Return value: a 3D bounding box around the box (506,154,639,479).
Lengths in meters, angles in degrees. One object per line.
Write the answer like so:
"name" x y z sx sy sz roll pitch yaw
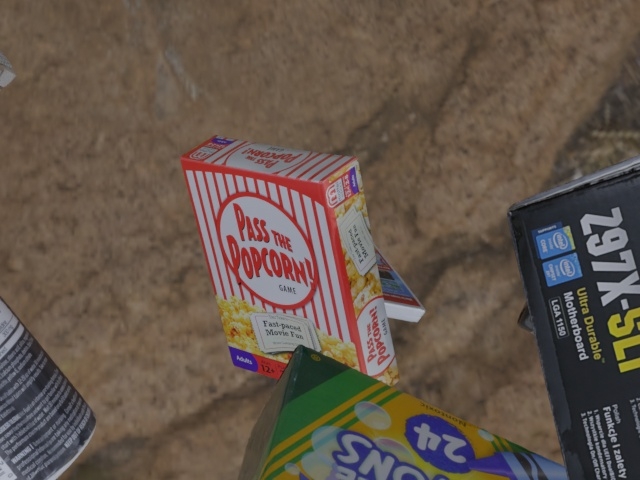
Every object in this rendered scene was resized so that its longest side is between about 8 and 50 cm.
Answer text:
"box" 0.167 0.164 0.489 0.079 0.322 0.257 -18 149 17

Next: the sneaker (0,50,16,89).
"sneaker" -0.370 -0.160 1.282 0.127 0.321 0.126 -38 88 -4

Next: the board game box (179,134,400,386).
"board game box" -0.023 0.022 1.072 0.146 0.045 0.193 11 124 39

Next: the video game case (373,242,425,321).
"video game case" 0.000 0.000 1.894 0.204 0.285 0.025 13 119 -41

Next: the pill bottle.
"pill bottle" -0.291 0.084 1.051 0.130 0.130 0.246 -32 104 14

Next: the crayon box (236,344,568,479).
"crayon box" 0.040 0.212 0.765 0.203 0.323 0.083 25 121 -5

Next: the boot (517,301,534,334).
"boot" 0.271 0.045 1.097 0.178 0.236 0.085 33 128 10
